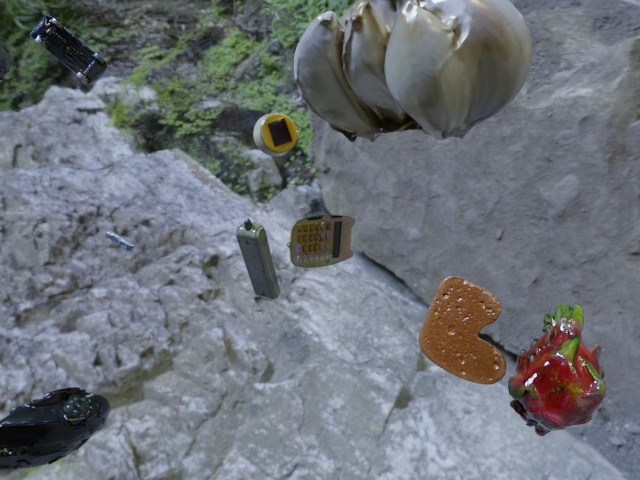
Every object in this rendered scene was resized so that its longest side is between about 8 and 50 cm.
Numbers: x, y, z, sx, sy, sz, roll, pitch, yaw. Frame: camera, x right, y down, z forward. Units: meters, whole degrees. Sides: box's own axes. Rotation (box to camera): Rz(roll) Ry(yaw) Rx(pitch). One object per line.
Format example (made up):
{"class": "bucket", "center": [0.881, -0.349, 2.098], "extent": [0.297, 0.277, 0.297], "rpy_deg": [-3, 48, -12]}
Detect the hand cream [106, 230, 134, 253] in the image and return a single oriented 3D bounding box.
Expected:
{"class": "hand cream", "center": [-0.534, 0.001, 1.342], "extent": [0.093, 0.019, 0.030], "rpy_deg": [31, 124, 8]}

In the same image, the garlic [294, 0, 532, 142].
{"class": "garlic", "center": [0.108, -0.235, 0.601], "extent": [0.281, 0.184, 0.203], "rpy_deg": [20, 157, 43]}

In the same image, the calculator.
{"class": "calculator", "center": [0.000, 0.000, 1.466], "extent": [0.033, 0.237, 0.156], "rpy_deg": [22, 112, 51]}

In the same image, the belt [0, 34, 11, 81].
{"class": "belt", "center": [-0.369, -0.132, 0.323], "extent": [0.164, 0.290, 0.184], "rpy_deg": [90, 170, -46]}

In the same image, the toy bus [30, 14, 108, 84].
{"class": "toy bus", "center": [-0.592, -0.451, 1.201], "extent": [0.167, 0.073, 0.076], "rpy_deg": [41, 179, -19]}

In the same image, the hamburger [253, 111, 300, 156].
{"class": "hamburger", "center": [-0.125, -0.308, 1.452], "extent": [0.126, 0.141, 0.081], "rpy_deg": [55, 163, -16]}

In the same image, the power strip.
{"class": "power strip", "center": [-0.207, 0.063, 1.681], "extent": [0.092, 0.066, 0.387], "rpy_deg": [11, 140, 16]}

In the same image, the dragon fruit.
{"class": "dragon fruit", "center": [0.512, 0.281, 1.099], "extent": [0.199, 0.269, 0.200], "rpy_deg": [22, 138, -4]}

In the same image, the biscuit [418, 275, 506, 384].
{"class": "biscuit", "center": [0.307, 0.186, 1.033], "extent": [0.186, 0.036, 0.192], "rpy_deg": [23, 92, 19]}

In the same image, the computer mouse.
{"class": "computer mouse", "center": [-0.487, 0.346, 0.906], "extent": [0.078, 0.242, 0.146], "rpy_deg": [31, 111, 35]}
